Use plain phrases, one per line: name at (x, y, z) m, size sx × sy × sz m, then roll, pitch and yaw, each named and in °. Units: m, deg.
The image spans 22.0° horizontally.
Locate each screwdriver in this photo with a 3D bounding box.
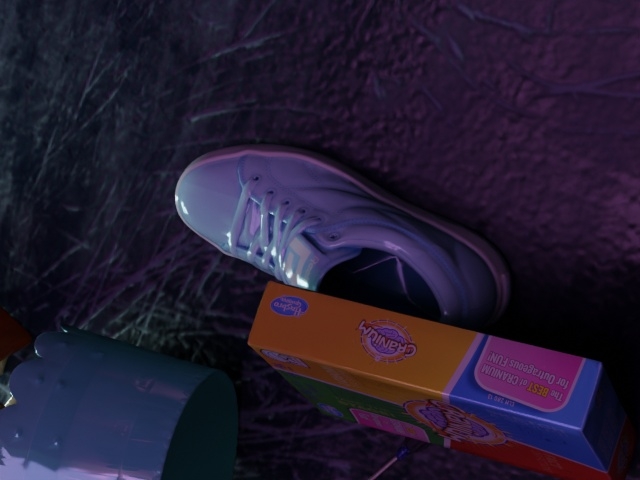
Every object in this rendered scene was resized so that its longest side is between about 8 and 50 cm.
screwdriver at (0.072, 0.232, 1.691) m, size 0.170 × 0.024 × 0.025 m, roll -49°, pitch 50°, yaw 28°

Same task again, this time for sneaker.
sneaker at (0.000, 0.000, 1.600) m, size 0.365 × 0.150 × 0.135 m, roll 18°, pitch 108°, yaw 22°

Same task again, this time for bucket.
bucket at (-0.209, 0.235, 1.695) m, size 0.183 × 0.281 × 0.281 m, roll 11°, pitch 106°, yaw 16°

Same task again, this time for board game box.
board game box at (0.119, 0.138, 1.524) m, size 0.316 × 0.242 × 0.064 m, roll 13°, pitch 73°, yaw 23°

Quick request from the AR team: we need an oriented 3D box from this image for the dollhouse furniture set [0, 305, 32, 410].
dollhouse furniture set at (-0.420, 0.130, 1.779) m, size 0.262 × 0.259 × 0.135 m, roll 40°, pitch 125°, yaw 11°
